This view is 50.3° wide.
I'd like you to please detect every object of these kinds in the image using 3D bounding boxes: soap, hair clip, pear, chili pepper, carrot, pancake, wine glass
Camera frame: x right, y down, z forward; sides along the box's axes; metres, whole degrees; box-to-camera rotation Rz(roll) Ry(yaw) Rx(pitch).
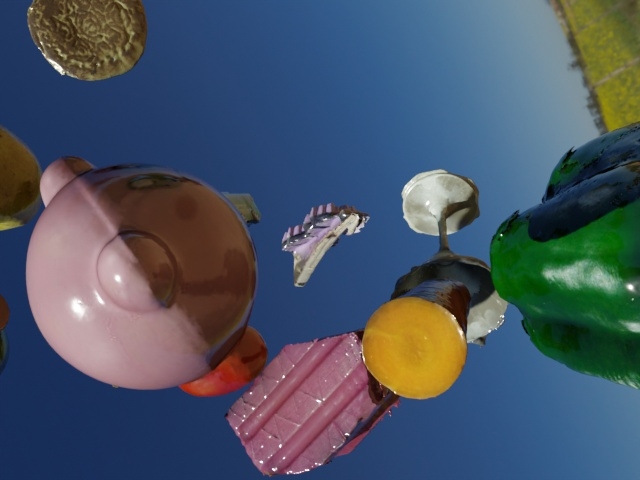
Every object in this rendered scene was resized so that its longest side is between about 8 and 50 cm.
[{"bbox_3d":[0.001,0.238,1.041,0.182,0.289,0.112,47,-160,24],"label":"soap"},{"bbox_3d":[0.000,0.000,1.158,0.106,0.292,0.084,8,-114,-20],"label":"hair clip"},{"bbox_3d":[-0.849,-0.159,1.669,0.304,0.304,0.304,45,-149,-38],"label":"pear"},{"bbox_3d":[0.296,0.019,0.624,0.233,0.257,0.248,-18,-89,-25],"label":"chili pepper"},{"bbox_3d":[0.080,0.050,0.465,0.057,0.057,0.224,67,-163,3],"label":"carrot"},{"bbox_3d":[-0.221,-0.206,0.648,0.115,0.115,0.011,64,170,-3],"label":"pancake"},{"bbox_3d":[0.168,0.012,0.927,0.156,0.156,0.232,52,-154,-28],"label":"wine glass"}]

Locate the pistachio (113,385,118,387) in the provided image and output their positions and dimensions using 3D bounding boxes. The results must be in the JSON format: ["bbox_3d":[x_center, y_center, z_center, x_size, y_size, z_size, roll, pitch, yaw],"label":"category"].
[{"bbox_3d":[-0.326,0.232,1.304,0.089,0.173,0.049,61,-163,12],"label":"pistachio"}]

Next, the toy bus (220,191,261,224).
[{"bbox_3d":[-0.226,-0.065,1.727,0.109,0.091,0.262,63,-170,2],"label":"toy bus"}]

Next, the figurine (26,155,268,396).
[{"bbox_3d":[-0.130,0.022,0.502,0.173,0.173,0.173,45,-149,-38],"label":"figurine"}]

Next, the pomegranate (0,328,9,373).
[{"bbox_3d":[-0.765,0.220,1.419,0.248,0.202,0.202,59,-164,-64],"label":"pomegranate"}]

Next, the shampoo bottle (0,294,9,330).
[{"bbox_3d":[-0.613,0.152,1.044,0.076,0.314,0.118,61,-155,-19],"label":"shampoo bottle"}]
